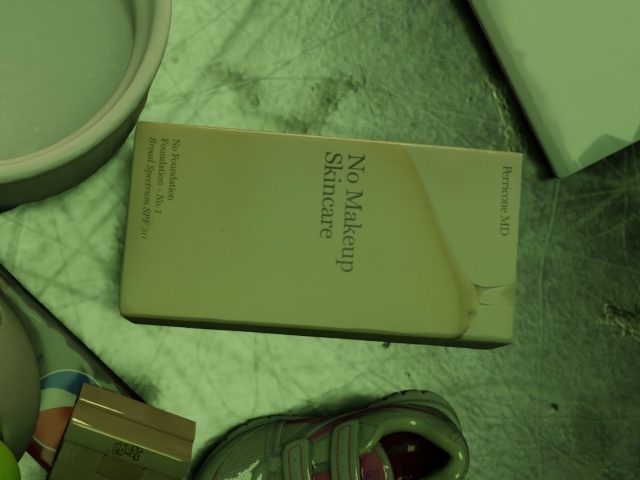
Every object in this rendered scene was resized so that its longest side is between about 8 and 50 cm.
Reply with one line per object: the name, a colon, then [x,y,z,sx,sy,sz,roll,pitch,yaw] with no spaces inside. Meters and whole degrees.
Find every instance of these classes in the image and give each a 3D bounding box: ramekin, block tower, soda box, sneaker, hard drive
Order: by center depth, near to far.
block tower: [-0.191,0.268,0.883,0.097,0.091,0.336,22,108,-9]
ramekin: [-0.254,-0.159,0.898,0.277,0.135,0.277,2,77,-8]
soda box: [-0.238,0.103,0.946,0.263,0.083,0.092,45,82,-7]
sneaker: [0.014,0.190,0.983,0.252,0.111,0.103,-17,92,-12]
hard drive: [0.237,-0.238,1.055,0.203,0.040,0.308,-27,94,7]

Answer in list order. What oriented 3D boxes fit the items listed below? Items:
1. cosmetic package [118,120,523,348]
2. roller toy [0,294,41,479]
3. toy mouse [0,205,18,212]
cosmetic package: [0.000,0.000,0.959,0.309,0.113,0.160,3,83,-2]
roller toy: [-0.303,0.109,0.820,0.191,0.146,0.209,-14,96,14]
toy mouse: [-0.271,-0.077,0.971,0.143,0.031,0.161,23,84,-11]
